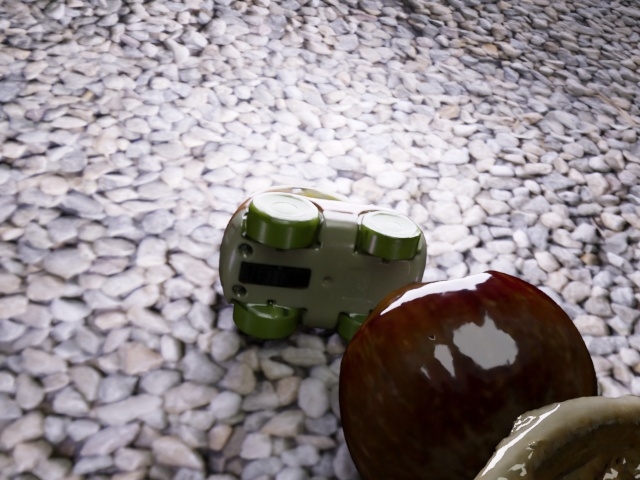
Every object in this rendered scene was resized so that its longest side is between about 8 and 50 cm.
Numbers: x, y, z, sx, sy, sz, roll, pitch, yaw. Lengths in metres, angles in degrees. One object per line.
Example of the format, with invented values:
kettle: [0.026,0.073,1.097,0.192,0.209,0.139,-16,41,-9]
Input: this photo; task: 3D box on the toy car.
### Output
toy car: [0.000,0.000,0.910,0.235,0.145,0.235,9,27,-5]

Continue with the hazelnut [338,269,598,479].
hazelnut: [0.122,0.136,0.720,0.218,0.234,0.218,42,18,-17]

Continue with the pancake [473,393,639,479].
pancake: [0.245,0.284,0.602,0.356,0.065,0.356,6,72,-18]
